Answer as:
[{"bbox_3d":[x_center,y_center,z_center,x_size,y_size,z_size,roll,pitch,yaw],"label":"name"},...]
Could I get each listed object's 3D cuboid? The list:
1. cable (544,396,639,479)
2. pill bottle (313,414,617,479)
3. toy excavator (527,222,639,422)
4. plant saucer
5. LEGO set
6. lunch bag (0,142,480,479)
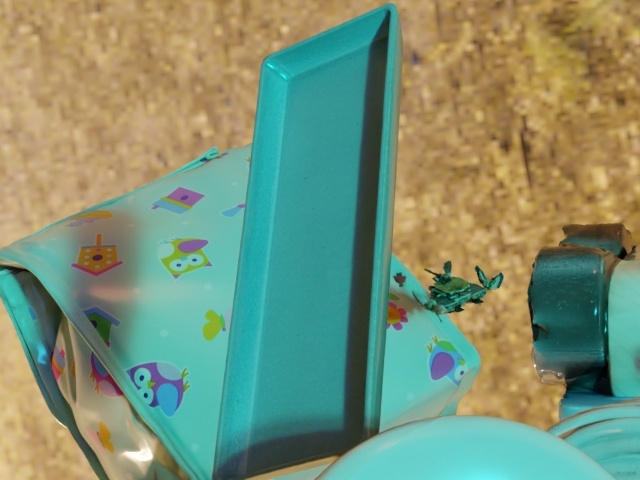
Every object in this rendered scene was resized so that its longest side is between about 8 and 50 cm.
[{"bbox_3d":[0.201,0.209,0.965,0.257,0.089,0.257,-12,91,42],"label":"cable"},{"bbox_3d":[0.030,0.131,0.570,0.208,0.119,0.119,114,139,-73],"label":"pill bottle"},{"bbox_3d":[0.277,0.220,1.300,0.222,0.433,0.445,-2,96,16],"label":"toy excavator"},{"bbox_3d":[0.000,0.000,0.650,0.067,0.018,0.192,-20,49,32],"label":"plant saucer"},{"bbox_3d":[0.066,0.033,1.034,0.083,0.054,0.023,1,116,28],"label":"LEGO set"},{"bbox_3d":[-0.065,0.064,1.159,0.262,0.223,0.160,50,151,26],"label":"lunch bag"}]
